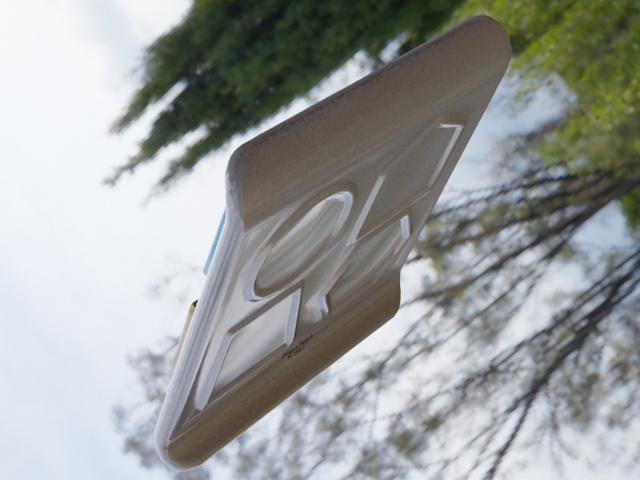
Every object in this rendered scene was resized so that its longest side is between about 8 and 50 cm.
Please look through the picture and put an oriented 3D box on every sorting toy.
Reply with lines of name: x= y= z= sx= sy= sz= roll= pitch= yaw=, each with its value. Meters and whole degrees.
sorting toy: x=0.000 y=0.000 z=0.591 sx=0.038 sy=0.208 sz=0.193 roll=39 pitch=-132 yaw=20
